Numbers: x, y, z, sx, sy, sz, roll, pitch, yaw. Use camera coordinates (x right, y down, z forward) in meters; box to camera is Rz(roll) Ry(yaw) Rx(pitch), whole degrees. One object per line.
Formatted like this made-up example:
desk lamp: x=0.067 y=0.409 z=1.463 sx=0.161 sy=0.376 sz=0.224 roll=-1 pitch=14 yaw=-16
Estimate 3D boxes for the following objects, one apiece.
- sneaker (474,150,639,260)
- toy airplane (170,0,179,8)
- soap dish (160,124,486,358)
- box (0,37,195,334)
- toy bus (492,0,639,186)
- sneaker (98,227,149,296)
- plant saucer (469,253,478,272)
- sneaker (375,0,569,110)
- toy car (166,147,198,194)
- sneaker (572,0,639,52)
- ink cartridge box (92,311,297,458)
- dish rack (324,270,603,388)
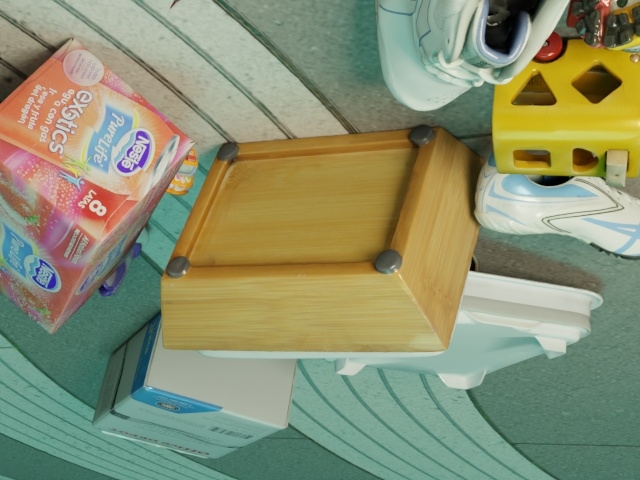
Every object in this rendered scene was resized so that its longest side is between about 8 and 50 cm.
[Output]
sneaker: x=0.253 y=-0.036 z=1.085 sx=0.237 sy=0.086 sz=0.085 roll=9 pitch=-165 yaw=-27
toy airplane: x=-0.076 y=-0.216 z=0.865 sx=0.151 sy=0.028 sz=0.151 roll=9 pitch=155 yaw=4
soap dish: x=0.000 y=0.000 z=1.095 sx=0.291 sy=0.229 sz=0.118 roll=-2 pitch=137 yaw=25
box: x=-0.254 y=-0.039 z=1.126 sx=0.154 sy=0.142 sz=0.300 roll=40 pitch=151 yaw=-4
toy bus: x=0.232 y=-0.098 z=0.916 sx=0.191 sy=0.104 sz=0.202 roll=22 pitch=154 yaw=-25
sneaker: x=-0.327 y=0.005 z=1.357 sx=0.236 sy=0.104 sz=0.095 roll=14 pitch=157 yaw=-7
plant saucer: x=0.079 y=0.006 z=1.286 sx=0.198 sy=0.036 sz=0.198 roll=8 pitch=155 yaw=4
sneaker: x=0.102 y=-0.160 z=0.799 sx=0.111 sy=0.129 sz=0.297 roll=12 pitch=157 yaw=-9
toy car: x=-0.169 y=-0.093 z=1.138 sx=0.040 sy=0.060 sz=0.122 roll=-25 pitch=140 yaw=38
sneaker: x=0.282 y=-0.185 z=0.755 sx=0.092 sy=0.088 sz=0.225 roll=4 pitch=166 yaw=-44
ink cartridge box: x=-0.199 y=0.232 z=1.776 sx=0.223 sy=0.129 sz=0.307 roll=18 pitch=154 yaw=-19
dish rack: x=0.151 y=0.117 z=1.402 sx=0.285 sy=0.072 sz=0.333 roll=10 pitch=159 yaw=-20
